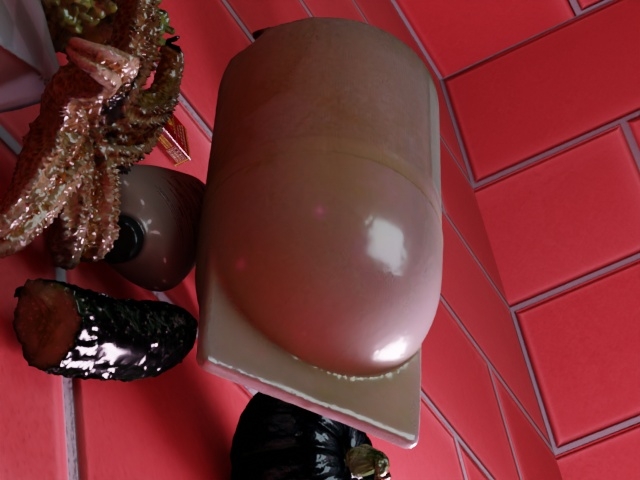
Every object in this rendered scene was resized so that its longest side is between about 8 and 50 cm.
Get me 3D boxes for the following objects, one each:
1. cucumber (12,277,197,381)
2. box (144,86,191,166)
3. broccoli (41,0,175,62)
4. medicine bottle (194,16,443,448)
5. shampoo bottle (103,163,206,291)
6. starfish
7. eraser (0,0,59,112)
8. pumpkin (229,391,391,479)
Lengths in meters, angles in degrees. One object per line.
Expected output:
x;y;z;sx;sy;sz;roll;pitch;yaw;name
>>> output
-0.169;0.082;1.351;0.081;0.072;0.303;69;13;13;cucumber
-0.177;-0.127;1.779;0.082;0.023;0.051;51;19;-47;box
-0.199;-0.293;1.506;0.263;0.243;0.247;-46;124;-70;broccoli
0.000;0.000;1.513;0.235;0.236;0.406;54;27;-39;medicine bottle
-0.161;-0.015;1.526;0.257;0.078;0.127;-33;103;-79;shampoo bottle
-0.187;-0.111;1.281;0.312;0.113;0.303;65;45;-81;starfish
-0.342;-0.308;1.332;0.213;0.082;0.396;36;33;-67;eraser
-0.013;0.228;1.560;0.194;0.150;0.194;164;-90;-83;pumpkin
